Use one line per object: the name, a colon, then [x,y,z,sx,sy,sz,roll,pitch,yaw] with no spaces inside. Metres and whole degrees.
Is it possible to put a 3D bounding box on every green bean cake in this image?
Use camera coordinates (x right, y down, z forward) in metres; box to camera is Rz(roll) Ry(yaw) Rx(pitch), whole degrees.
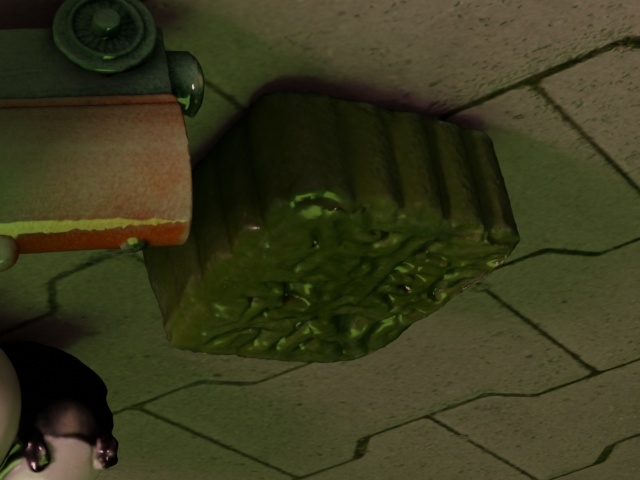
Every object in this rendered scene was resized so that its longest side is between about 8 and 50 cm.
green bean cake: [0.000,0.000,1.402,0.222,0.125,0.248,9,147,-36]

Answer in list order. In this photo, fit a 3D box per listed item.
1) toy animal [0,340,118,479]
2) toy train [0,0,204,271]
toy animal: [-0.306,0.157,1.546,0.235,0.165,0.187,19,119,-47]
toy train: [-0.207,-0.061,1.138,0.285,0.177,0.116,-3,154,-18]
